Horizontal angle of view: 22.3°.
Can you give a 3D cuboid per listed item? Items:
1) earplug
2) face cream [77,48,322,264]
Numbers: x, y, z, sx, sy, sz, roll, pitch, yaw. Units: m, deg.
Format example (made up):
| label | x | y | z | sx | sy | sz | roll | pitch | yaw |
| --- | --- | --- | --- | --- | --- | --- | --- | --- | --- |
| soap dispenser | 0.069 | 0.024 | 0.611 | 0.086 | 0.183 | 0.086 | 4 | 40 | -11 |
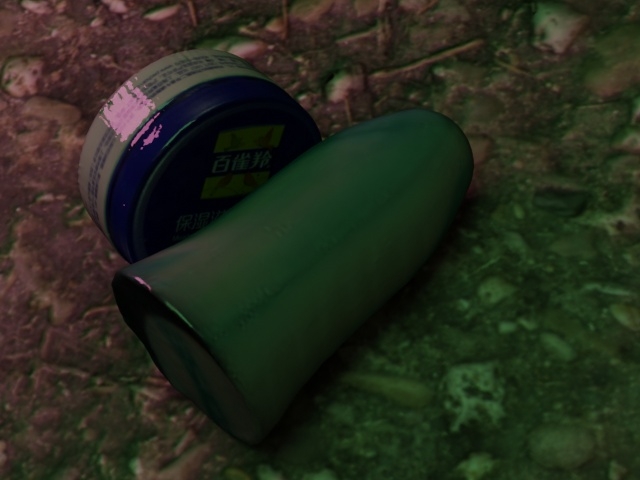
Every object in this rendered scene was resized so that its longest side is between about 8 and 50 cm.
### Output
| label | x | y | z | sx | sy | sz | roll | pitch | yaw |
| --- | --- | --- | --- | --- | --- | --- | --- | --- | --- |
| earplug | 0.000 | 0.000 | 1.392 | 0.324 | 0.185 | 0.185 | -41 | 54 | -19 |
| face cream | -0.108 | -0.064 | 1.438 | 0.206 | 0.206 | 0.111 | -39 | 53 | -10 |
